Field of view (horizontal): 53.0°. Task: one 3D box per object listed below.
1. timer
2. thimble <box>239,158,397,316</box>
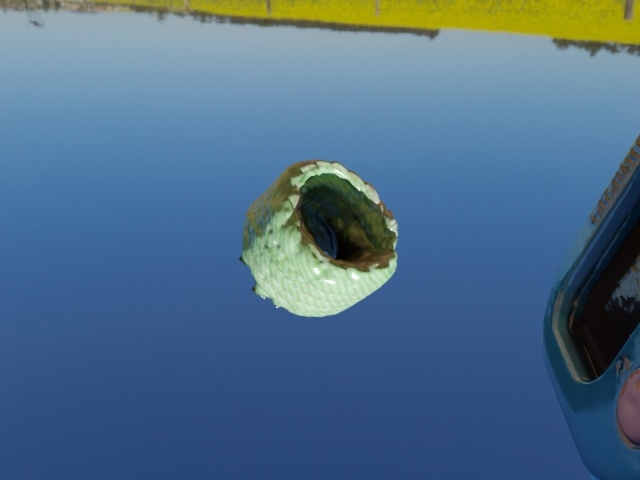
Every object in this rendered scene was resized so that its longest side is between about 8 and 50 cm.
[{"bbox_3d":[0.290,0.010,0.450,0.115,0.340,0.309,22,-157,-3],"label":"timer"},{"bbox_3d":[0.000,0.000,0.926,0.218,0.219,0.150,-16,163,-42],"label":"thimble"}]
